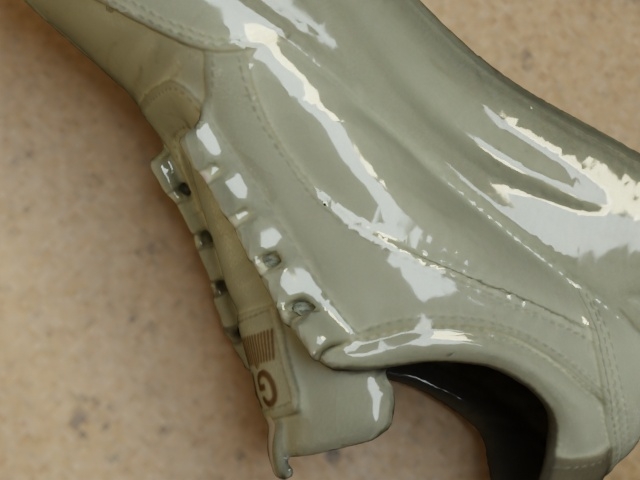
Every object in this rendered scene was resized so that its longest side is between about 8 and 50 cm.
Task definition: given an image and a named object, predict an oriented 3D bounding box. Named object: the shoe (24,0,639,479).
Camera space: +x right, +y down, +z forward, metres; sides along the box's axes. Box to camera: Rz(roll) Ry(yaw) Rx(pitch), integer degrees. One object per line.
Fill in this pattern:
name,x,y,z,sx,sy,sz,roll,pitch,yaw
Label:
shoe,0.000,0.000,0.615,0.316,0.124,0.159,29,75,-10
